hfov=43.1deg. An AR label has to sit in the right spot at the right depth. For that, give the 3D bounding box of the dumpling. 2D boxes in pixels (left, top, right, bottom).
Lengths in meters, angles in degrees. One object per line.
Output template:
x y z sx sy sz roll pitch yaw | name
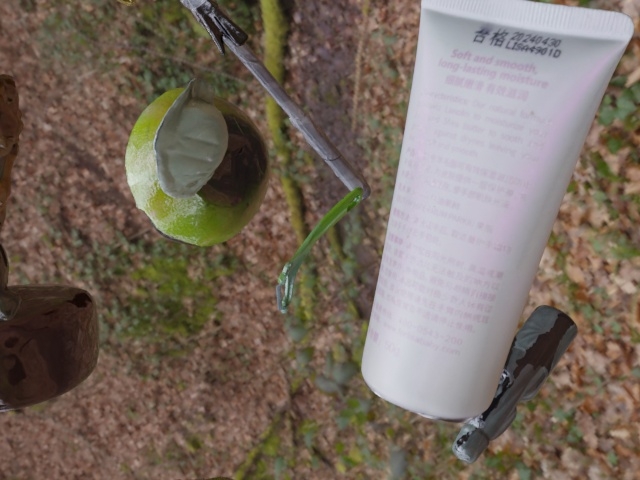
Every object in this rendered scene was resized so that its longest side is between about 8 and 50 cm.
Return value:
-0.235 -0.172 1.381 0.108 0.153 0.219 35 126 45 | dumpling

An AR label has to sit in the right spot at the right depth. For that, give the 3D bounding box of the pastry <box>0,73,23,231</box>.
-0.491 -0.128 0.785 0.292 0.405 0.337 -102 23 -81 | pastry

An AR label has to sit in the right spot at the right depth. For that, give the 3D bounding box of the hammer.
-0.045 -0.195 1.149 0.427 0.044 0.152 44 -171 -43 | hammer

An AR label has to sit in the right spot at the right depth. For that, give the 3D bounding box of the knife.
-0.002 -0.001 0.870 0.023 0.166 0.078 29 151 12 | knife

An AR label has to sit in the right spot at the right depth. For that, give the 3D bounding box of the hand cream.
0.126 -0.024 0.690 0.186 0.118 0.358 23 107 37 | hand cream

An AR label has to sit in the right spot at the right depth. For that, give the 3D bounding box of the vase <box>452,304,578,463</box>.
0.220 0.168 0.939 0.060 0.211 0.060 35 159 16 | vase

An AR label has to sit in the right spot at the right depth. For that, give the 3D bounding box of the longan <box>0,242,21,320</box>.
-0.505 0.053 1.125 0.204 0.159 0.185 25 148 10 | longan

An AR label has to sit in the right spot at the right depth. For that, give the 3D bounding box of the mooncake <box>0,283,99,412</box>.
-0.553 0.172 1.431 0.334 0.326 0.174 15 111 49 | mooncake

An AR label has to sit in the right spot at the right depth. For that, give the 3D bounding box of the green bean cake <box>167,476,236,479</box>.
-0.176 0.408 0.992 0.124 0.232 0.236 32 145 -33 | green bean cake

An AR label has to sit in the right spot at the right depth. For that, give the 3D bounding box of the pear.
-0.251 -0.184 1.910 0.165 0.399 0.398 -9 112 46 | pear

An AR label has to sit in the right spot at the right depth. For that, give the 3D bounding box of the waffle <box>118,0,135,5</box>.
-0.248 -0.444 1.023 0.262 0.060 0.280 50 131 16 | waffle
